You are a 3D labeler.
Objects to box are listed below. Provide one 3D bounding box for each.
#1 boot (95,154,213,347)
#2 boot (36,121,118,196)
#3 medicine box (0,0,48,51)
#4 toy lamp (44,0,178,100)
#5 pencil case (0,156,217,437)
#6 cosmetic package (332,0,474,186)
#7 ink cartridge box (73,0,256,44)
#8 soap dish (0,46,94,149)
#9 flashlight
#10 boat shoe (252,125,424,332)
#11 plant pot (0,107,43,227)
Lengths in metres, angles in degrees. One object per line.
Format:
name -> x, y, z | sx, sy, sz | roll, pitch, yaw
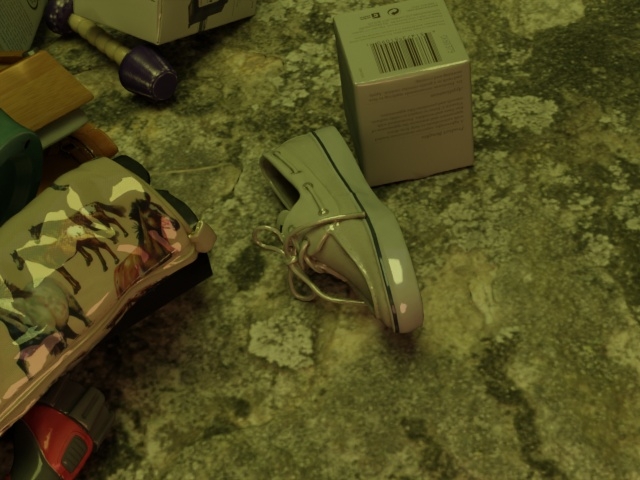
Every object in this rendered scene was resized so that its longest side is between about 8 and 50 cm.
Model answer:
boot -> -0.404, 0.027, 1.477 | 0.445, 0.146, 0.367 | -37, 65, -14
boot -> -0.336, -0.088, 1.661 | 0.152, 0.073, 0.197 | -27, 53, -25
medicine box -> -0.569, -0.371, 1.876 | 0.263, 0.149, 0.289 | -8, 46, 14
toy lamp -> -0.309, -0.288, 1.841 | 0.080, 0.080, 0.274 | -35, 53, -24
pencil case -> -0.303, 0.085, 1.281 | 0.183, 0.160, 0.410 | 39, 71, 16
cosmetic package -> 0.110, -0.195, 1.621 | 0.151, 0.184, 0.151 | -11, 47, -3
ink cartridge box -> -0.229, -0.383, 1.852 | 0.172, 0.100, 0.237 | 23, 31, 27
soap dish -> -0.457, -0.164, 1.639 | 0.229, 0.118, 0.291 | -33, 22, -23
flashlight -> -0.332, 0.280, 1.292 | 0.103, 0.103, 0.304 | 31, 58, -1
boat shoe -> -0.002, -0.007, 1.493 | 0.156, 0.136, 0.367 | -17, 44, -9
plant pot -> -0.455, -0.086, 1.345 | 0.255, 0.272, 0.272 | 23, 52, 8
